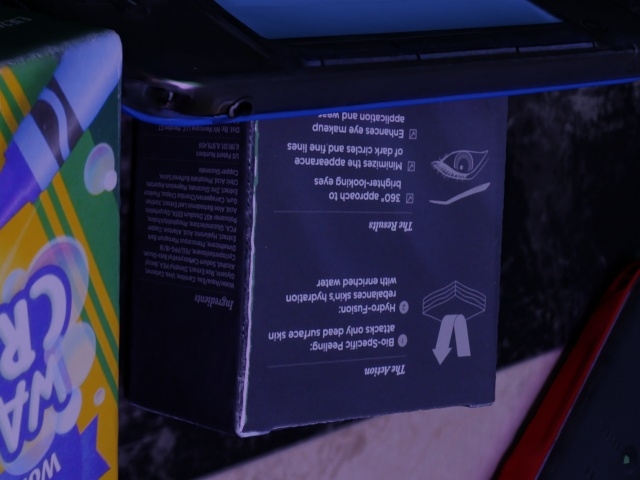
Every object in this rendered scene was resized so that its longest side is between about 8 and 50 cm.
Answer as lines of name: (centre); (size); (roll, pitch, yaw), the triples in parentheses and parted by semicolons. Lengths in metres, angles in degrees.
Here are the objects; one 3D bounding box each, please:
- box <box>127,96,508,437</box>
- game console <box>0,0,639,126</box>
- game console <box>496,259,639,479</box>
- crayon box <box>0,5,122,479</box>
box: (0.000, 0.000, 0.677); (0.156, 0.093, 0.158); (0, 94, -40)
game console: (-0.006, -0.185, 0.610); (0.293, 0.250, 0.173); (-10, 128, -39)
game console: (0.216, 0.254, 0.911); (0.386, 0.060, 0.342); (50, 64, -33)
crayon box: (-0.152, 0.101, 0.465); (0.203, 0.083, 0.323); (-33, 132, -56)
